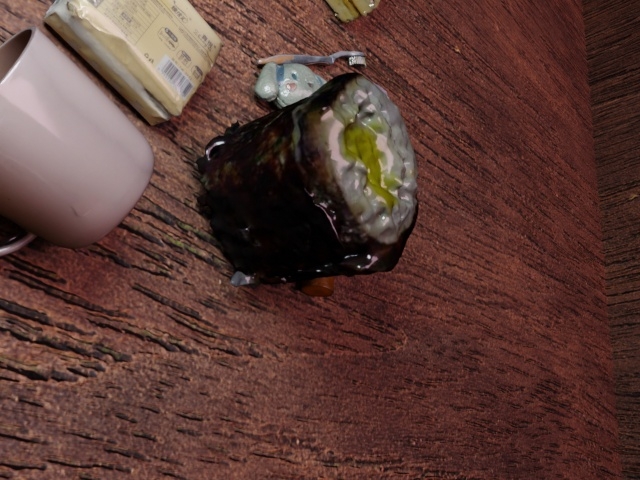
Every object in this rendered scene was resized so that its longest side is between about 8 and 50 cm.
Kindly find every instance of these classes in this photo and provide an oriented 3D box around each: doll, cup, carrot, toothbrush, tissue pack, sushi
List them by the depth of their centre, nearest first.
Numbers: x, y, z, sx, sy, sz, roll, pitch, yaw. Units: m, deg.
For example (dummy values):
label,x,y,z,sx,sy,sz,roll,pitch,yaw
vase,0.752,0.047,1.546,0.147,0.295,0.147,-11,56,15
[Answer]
label,x,y,z,sx,sy,sz,roll,pitch,yaw
cup,-0.338,-0.083,0.755,0.253,0.191,0.200,-52,127,-10
tissue pack,-0.266,-0.309,0.963,0.222,0.090,0.186,44,51,-32
sushi,-0.011,-0.083,1.046,0.281,0.294,0.300,-29,103,-54
carrot,0.000,0.000,1.225,0.061,0.061,0.210,29,55,-43
doll,-0.044,-0.288,1.245,0.214,0.071,0.104,-3,69,-42
toothbrush,-0.008,-0.374,1.346,0.375,0.028,0.037,-20,102,-52

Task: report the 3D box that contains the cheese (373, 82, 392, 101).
label,x,y,z,sx,sy,sz,roll,pitch,yaw
cheese,0.138,-0.237,1.462,0.135,0.052,0.245,17,66,-47

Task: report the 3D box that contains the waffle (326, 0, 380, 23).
label,x,y,z,sx,sy,sz,roll,pitch,yaw
waffle,0.072,-0.699,1.471,0.261,0.114,0.376,49,46,-30
